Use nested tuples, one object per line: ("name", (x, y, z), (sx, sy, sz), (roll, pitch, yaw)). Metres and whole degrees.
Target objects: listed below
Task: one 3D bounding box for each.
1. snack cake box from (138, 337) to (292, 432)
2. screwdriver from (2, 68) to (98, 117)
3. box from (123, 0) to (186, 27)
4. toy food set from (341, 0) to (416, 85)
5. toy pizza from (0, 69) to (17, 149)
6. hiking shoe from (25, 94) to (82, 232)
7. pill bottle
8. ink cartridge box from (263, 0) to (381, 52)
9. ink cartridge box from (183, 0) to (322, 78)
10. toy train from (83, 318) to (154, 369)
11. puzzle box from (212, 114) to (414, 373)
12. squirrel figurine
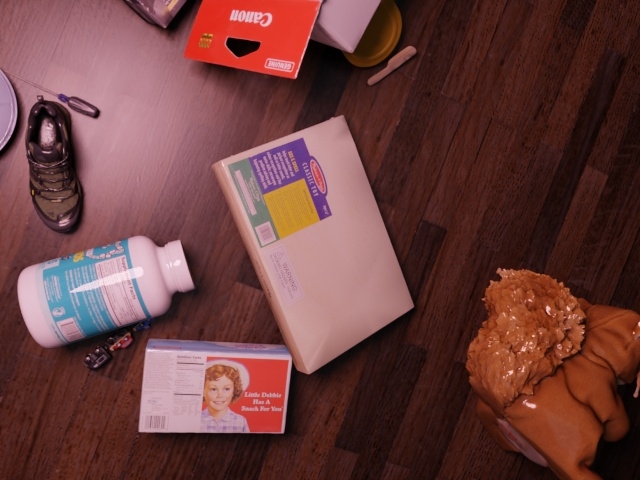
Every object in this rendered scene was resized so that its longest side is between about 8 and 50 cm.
("snack cake box", (-0.194, 0.269, 1.046), (0.264, 0.089, 0.152), (6, 92, -13))
("screwdriver", (-0.468, -0.258, 0.977), (0.169, 0.025, 0.024), (25, 90, -5))
("box", (-0.252, -0.596, 0.870), (0.395, 0.097, 0.318), (-55, 138, -3))
("toy food set", (0.078, -0.399, 1.043), (0.128, 0.071, 0.218), (-41, 140, 5))
("toy pizza", (-0.611, -0.219, 0.935), (0.201, 0.032, 0.202), (0, 90, -12))
("hiking shoe", (-0.456, -0.123, 0.937), (0.086, 0.114, 0.227), (-7, 97, -12))
("pill bottle", (-0.356, 0.079, 0.963), (0.263, 0.146, 0.146), (-17, 98, -12))
("ink cartridge box", (-0.025, -0.453, 0.915), (0.117, 0.278, 0.201), (22, 98, -54))
("ink cartridge box", (-0.109, -0.385, 0.847), (0.060, 0.275, 0.239), (17, 94, -53))
("toy train", (-0.363, 0.180, 1.030), (0.158, 0.027, 0.036), (-41, 106, -6))
("puzzle box", (0.000, 0.000, 1.044), (0.272, 0.052, 0.409), (-26, 100, -28))
("squirrel figurine", (0.485, 0.232, 1.111), (0.370, 0.281, 0.397), (-41, 105, -13))
